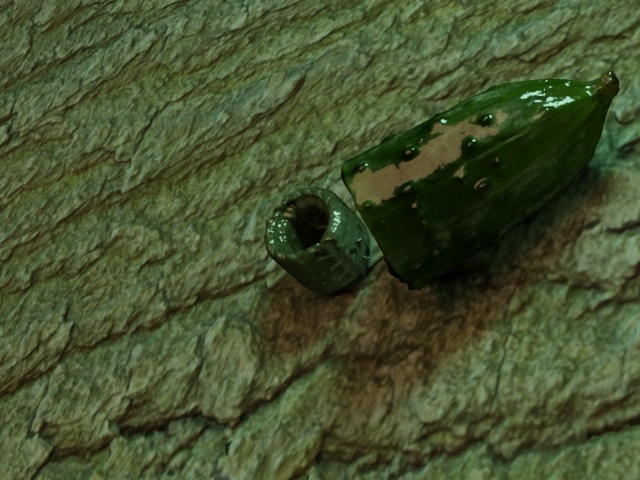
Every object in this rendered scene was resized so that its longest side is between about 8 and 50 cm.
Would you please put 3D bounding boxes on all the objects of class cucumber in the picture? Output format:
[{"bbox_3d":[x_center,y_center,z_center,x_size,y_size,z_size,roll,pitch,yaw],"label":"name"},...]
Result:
[{"bbox_3d":[0.145,-0.068,1.266,0.244,0.134,0.134,-31,39,19],"label":"cucumber"}]

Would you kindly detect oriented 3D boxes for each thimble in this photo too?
[{"bbox_3d":[0.000,0.000,1.403,0.084,0.062,0.110,-53,36,-6],"label":"thimble"}]
